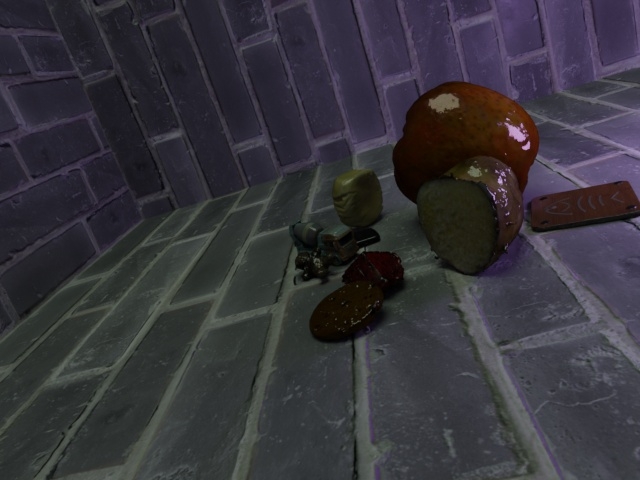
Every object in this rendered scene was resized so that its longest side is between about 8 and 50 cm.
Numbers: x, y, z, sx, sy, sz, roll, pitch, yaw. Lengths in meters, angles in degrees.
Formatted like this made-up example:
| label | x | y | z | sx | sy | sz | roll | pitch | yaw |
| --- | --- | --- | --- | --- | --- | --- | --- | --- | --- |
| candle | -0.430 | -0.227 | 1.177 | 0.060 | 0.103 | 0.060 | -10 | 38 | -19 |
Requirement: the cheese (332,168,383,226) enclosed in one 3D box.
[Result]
| label | x | y | z | sx | sy | sz | roll | pitch | yaw |
| --- | --- | --- | --- | --- | --- | --- | --- | --- | --- |
| cheese | 0.148 | -0.159 | 2.028 | 0.226 | 0.214 | 0.117 | -25 | 17 | -37 |

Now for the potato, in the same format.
| label | x | y | z | sx | sy | sz | roll | pitch | yaw |
| --- | --- | --- | --- | --- | --- | --- | --- | --- | --- |
| potato | 0.448 | -0.082 | 1.472 | 0.237 | 0.289 | 0.300 | -13 | 23 | -32 |

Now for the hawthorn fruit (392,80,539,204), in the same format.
| label | x | y | z | sx | sy | sz | roll | pitch | yaw |
| --- | --- | --- | --- | --- | --- | --- | --- | --- | --- |
| hawthorn fruit | 0.464 | -0.271 | 1.749 | 0.471 | 0.472 | 0.472 | -17 | 18 | 6 |

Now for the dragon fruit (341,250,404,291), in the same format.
| label | x | y | z | sx | sy | sz | roll | pitch | yaw |
| --- | --- | --- | --- | --- | --- | --- | --- | --- | --- |
| dragon fruit | 0.161 | 0.102 | 1.504 | 0.161 | 0.121 | 0.127 | -4 | -39 | -43 |

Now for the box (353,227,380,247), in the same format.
| label | x | y | z | sx | sy | sz | roll | pitch | yaw |
| --- | --- | --- | --- | --- | --- | --- | --- | --- | --- |
| box | 0.143 | -0.006 | 1.898 | 0.125 | 0.027 | 0.126 | -17 | 17 | -4 |

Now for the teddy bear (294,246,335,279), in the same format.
| label | x | y | z | sx | sy | sz | roll | pitch | yaw |
| --- | --- | --- | --- | --- | --- | --- | --- | --- | --- |
| teddy bear | -0.011 | 0.079 | 1.732 | 0.160 | 0.078 | 0.119 | 12 | 69 | 47 |

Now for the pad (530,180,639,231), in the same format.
| label | x | y | z | sx | sy | sz | roll | pitch | yaw |
| --- | --- | --- | --- | --- | --- | --- | --- | --- | --- |
| pad | 0.767 | -0.104 | 1.581 | 0.283 | 0.018 | 0.286 | -11 | 19 | 25 |

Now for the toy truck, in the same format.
| label | x | y | z | sx | sy | sz | roll | pitch | yaw |
| --- | --- | --- | --- | --- | --- | --- | --- | --- | --- |
| toy truck | 0.000 | 0.000 | 1.833 | 0.256 | 0.140 | 0.108 | 1 | 26 | 45 |

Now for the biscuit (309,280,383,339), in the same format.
| label | x | y | z | sx | sy | sz | roll | pitch | yaw |
| --- | --- | --- | --- | --- | --- | --- | --- | --- | --- |
| biscuit | 0.065 | 0.179 | 1.376 | 0.212 | 0.036 | 0.212 | -27 | 23 | 13 |
